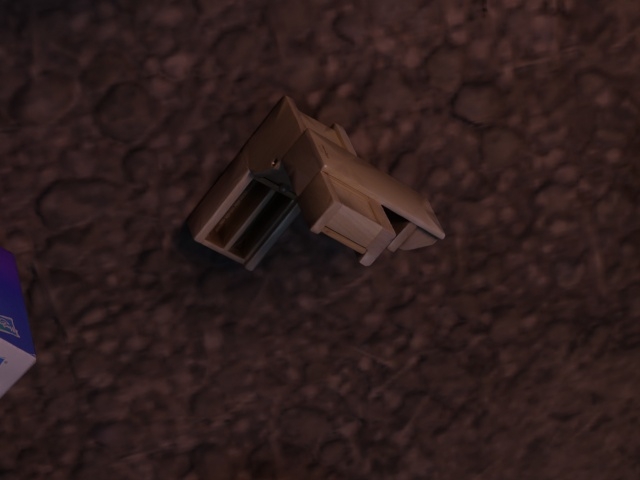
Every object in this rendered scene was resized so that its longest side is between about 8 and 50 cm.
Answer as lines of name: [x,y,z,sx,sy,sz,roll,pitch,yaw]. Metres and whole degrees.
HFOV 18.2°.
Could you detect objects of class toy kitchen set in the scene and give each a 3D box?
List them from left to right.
toy kitchen set: [0.000,0.000,0.835,0.068,0.083,0.075,28,112,-31]

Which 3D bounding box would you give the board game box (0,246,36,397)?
board game box: [-0.318,0.088,0.801,0.233,0.078,0.347,35,109,-33]
